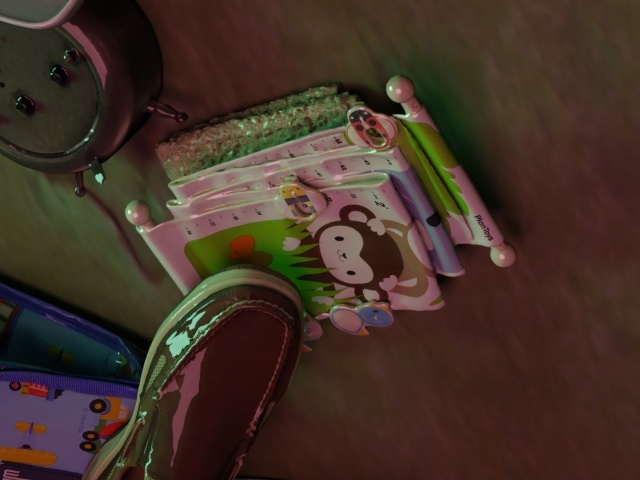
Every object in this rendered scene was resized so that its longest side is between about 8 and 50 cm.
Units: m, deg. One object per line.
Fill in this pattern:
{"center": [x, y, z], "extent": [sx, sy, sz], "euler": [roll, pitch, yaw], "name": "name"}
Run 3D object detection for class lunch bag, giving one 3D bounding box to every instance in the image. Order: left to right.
{"center": [-0.244, 0.139, 1.105], "extent": [0.293, 0.138, 0.221], "euler": [16, 125, -2], "name": "lunch bag"}

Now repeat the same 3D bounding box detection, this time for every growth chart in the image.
{"center": [0.000, 0.000, 0.935], "extent": [0.237, 0.021, 0.172], "euler": [-21, 125, 31], "name": "growth chart"}

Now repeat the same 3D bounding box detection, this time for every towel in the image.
{"center": [-0.026, -0.035, 0.956], "extent": [0.148, 0.027, 0.110], "euler": [-11, 113, 27], "name": "towel"}

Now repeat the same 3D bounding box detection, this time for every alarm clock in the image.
{"center": [-0.181, -0.121, 0.950], "extent": [0.129, 0.064, 0.192], "euler": [-32, 100, 33], "name": "alarm clock"}

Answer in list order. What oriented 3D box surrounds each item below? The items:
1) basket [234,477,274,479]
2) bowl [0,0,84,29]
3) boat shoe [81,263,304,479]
{"center": [-0.013, 0.244, 1.062], "extent": [0.167, 0.113, 0.103], "euler": [2, 121, 22], "name": "basket"}
{"center": [-0.176, -0.198, 0.878], "extent": [0.142, 0.053, 0.142], "euler": [25, 91, 9], "name": "bowl"}
{"center": [-0.080, 0.131, 0.977], "extent": [0.095, 0.095, 0.257], "euler": [18, 127, -17], "name": "boat shoe"}
